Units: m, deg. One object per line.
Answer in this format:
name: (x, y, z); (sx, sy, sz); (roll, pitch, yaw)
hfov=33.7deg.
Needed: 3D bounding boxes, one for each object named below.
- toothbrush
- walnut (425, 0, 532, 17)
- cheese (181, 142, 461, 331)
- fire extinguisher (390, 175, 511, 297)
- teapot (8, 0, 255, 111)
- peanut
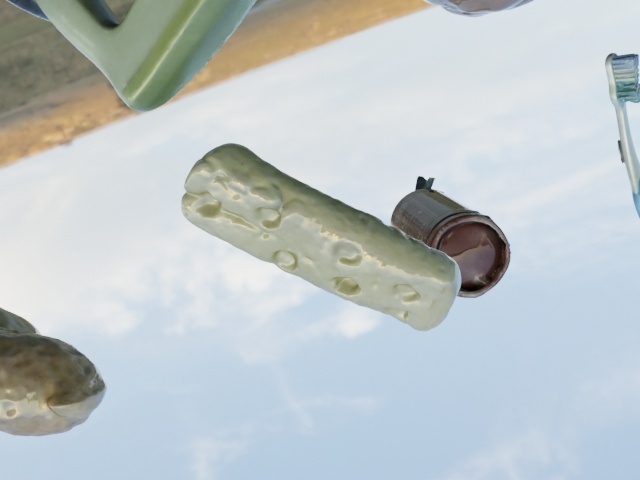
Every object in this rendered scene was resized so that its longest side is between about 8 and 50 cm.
toothbrush: (0.375, -0.030, 1.209); (0.040, 0.386, 0.040); (-15, -159, 6)
walnut: (0.147, -0.326, 0.888); (0.227, 0.273, 0.273); (-9, -173, -42)
cheese: (0.000, 0.000, 0.699); (0.194, 0.065, 0.043); (27, -147, -2)
fire extinguisher: (0.144, -0.013, 1.267); (0.105, 0.104, 0.269); (-21, -167, -3)
teapot: (-0.164, -0.271, 0.645); (0.239, 0.239, 0.321); (-45, -136, 13)
peanut: (-0.264, 0.100, 0.865); (0.228, 0.085, 0.104); (18, -162, 42)
